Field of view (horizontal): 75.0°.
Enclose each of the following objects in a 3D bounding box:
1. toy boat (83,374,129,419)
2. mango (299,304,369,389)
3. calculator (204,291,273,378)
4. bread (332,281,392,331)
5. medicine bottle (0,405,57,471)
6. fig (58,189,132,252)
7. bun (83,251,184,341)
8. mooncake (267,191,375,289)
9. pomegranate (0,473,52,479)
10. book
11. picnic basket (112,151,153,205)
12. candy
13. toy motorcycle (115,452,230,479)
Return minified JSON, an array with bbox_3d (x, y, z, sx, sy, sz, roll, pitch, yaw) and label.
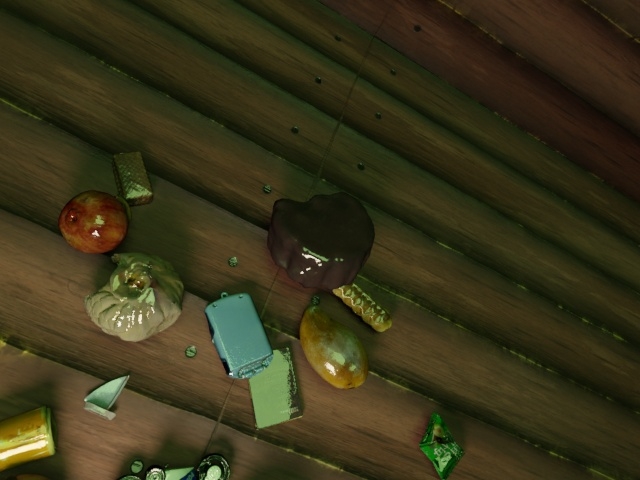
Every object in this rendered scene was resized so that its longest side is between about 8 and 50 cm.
[{"bbox_3d":[-0.600,0.433,1.185,0.096,0.034,0.122,30,51,-10],"label":"toy boat"},{"bbox_3d":[0.039,0.362,1.428,0.192,0.146,0.316,-27,75,-38],"label":"mango"},{"bbox_3d":[-0.267,0.301,1.357,0.172,0.051,0.293,-17,70,-26],"label":"calculator"},{"bbox_3d":[0.160,0.238,1.566,0.269,0.098,0.087,42,100,-3],"label":"bread"},{"bbox_3d":[-0.786,0.503,1.016,0.238,0.124,0.124,-14,75,-29],"label":"medicine bottle"},{"bbox_3d":[-0.671,-0.055,1.271,0.205,0.205,0.206,9,65,-20],"label":"fig"},{"bbox_3d":[-0.529,0.158,1.225,0.281,0.205,0.282,9,66,-22],"label":"bun"},{"bbox_3d":[0.000,0.000,1.497,0.380,0.212,0.351,5,44,-17],"label":"mooncake"},{"bbox_3d":[-0.694,0.637,0.957,0.191,0.191,0.192,9,65,-20],"label":"pomegranate"},{"bbox_3d":[-0.154,0.476,1.361,0.160,0.024,0.229,-6,71,-25],"label":"book"},{"bbox_3d":[-0.639,-0.216,1.423,0.110,0.055,0.194,-14,73,-28],"label":"picnic basket"},{"bbox_3d":[0.426,0.731,1.483,0.141,0.078,0.203,-35,97,-20],"label":"candy"},{"bbox_3d":[-0.399,0.698,1.109,0.330,0.125,0.197,0,68,-28],"label":"toy motorcycle"}]
